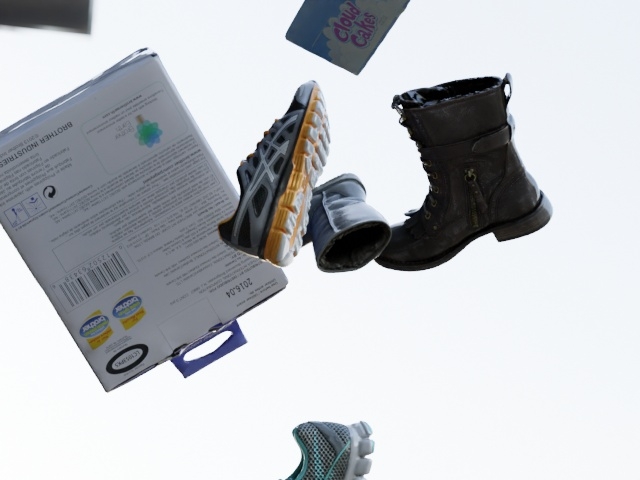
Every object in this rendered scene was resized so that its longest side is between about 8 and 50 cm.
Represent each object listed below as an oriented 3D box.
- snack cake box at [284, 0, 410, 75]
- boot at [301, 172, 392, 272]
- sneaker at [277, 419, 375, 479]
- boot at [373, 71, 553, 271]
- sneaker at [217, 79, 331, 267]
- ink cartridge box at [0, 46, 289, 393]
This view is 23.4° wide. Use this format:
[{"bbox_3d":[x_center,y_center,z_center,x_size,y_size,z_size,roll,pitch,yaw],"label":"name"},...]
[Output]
[{"bbox_3d":[0.067,-0.288,1.453,0.089,0.152,0.264,27,-28,-6],"label":"snack cake box"},{"bbox_3d":[-0.002,-0.001,1.965,0.189,0.208,0.076,-36,-64,10],"label":"boot"},{"bbox_3d":[-0.009,0.227,1.294,0.076,0.167,0.065,14,-9,-9],"label":"sneaker"},{"bbox_3d":[0.142,-0.089,1.874,0.263,0.091,0.229,-18,-55,19],"label":"boot"},{"bbox_3d":[-0.045,-0.078,1.625,0.083,0.215,0.084,9,-26,18],"label":"sneaker"},{"bbox_3d":[-0.223,-0.001,1.908,0.270,0.395,0.151,-30,14,-2],"label":"ink cartridge box"}]
